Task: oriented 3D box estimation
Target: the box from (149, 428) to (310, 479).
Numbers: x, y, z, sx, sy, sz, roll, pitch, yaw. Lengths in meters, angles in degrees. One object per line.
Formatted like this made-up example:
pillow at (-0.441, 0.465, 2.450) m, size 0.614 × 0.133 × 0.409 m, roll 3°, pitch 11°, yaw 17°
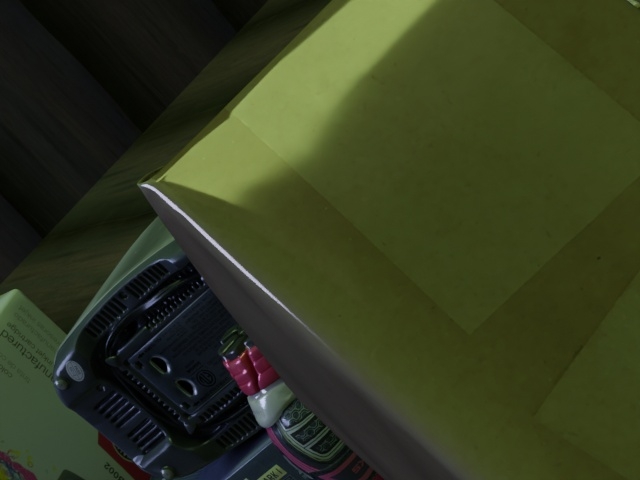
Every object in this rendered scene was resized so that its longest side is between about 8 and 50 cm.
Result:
box at (-0.033, 0.125, 1.326) m, size 0.232 × 0.059 × 0.183 m, roll -42°, pitch 16°, yaw 35°

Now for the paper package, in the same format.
paper package at (0.125, 0.068, 0.770) m, size 0.168 × 0.325 × 0.309 m, roll -46°, pitch -23°, yaw -8°

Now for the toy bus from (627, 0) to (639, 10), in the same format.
toy bus at (0.298, -0.125, 1.453) m, size 0.191 × 0.104 × 0.202 m, roll -35°, pitch 26°, yaw 35°

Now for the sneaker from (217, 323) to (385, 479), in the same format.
sneaker at (0.091, 0.022, 1.083) m, size 0.299 × 0.112 × 0.121 m, roll -33°, pitch 8°, yaw -12°

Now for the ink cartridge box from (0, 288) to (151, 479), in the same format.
ink cartridge box at (-0.289, 0.229, 1.730) m, size 0.131 × 0.226 × 0.306 m, roll -31°, pitch 20°, yaw 41°

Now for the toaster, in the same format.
toaster at (-0.057, 0.032, 1.244) m, size 0.227 × 0.129 × 0.146 m, roll -42°, pitch 14°, yaw 32°
